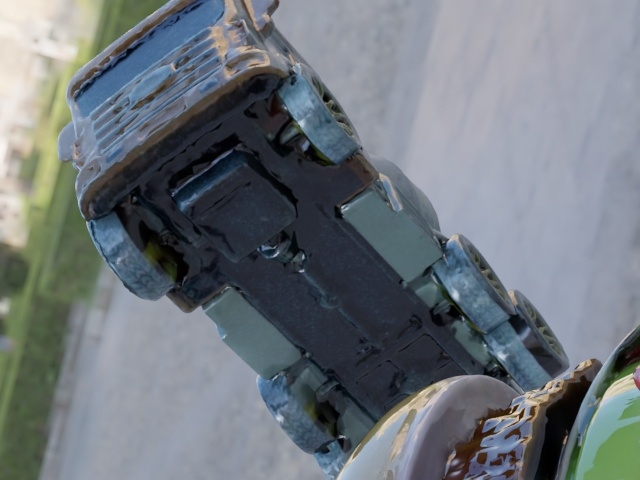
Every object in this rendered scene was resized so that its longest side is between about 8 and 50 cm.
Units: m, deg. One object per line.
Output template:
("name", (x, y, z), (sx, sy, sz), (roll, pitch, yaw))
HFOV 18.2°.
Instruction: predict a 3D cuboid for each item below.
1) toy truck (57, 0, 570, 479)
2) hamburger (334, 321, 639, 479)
("toy truck", (0.000, 0.000, 0.823), (0.108, 0.256, 0.140), (-36, 40, 11))
("hamburger", (0.066, 0.098, 0.424), (0.137, 0.175, 0.175), (-10, 55, 31))
